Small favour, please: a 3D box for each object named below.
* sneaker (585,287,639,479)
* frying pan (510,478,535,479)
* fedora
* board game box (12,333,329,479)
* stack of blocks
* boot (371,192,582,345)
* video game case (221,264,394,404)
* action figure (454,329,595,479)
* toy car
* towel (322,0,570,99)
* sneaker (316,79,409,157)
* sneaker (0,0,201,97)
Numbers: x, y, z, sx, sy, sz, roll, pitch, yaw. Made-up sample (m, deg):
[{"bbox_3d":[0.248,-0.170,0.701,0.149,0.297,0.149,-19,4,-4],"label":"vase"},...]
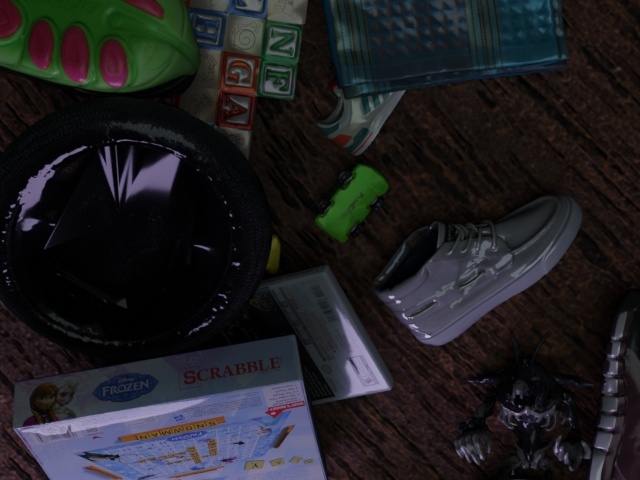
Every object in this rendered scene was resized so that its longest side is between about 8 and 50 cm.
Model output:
[{"bbox_3d":[0.426,0.206,1.425,0.162,0.106,0.281,9,98,18],"label":"sneaker"},{"bbox_3d":[0.193,0.413,1.533,0.326,0.053,0.197,-10,104,2],"label":"frying pan"},{"bbox_3d":[-0.203,-0.031,1.250,0.334,0.152,0.334,2,125,3],"label":"fedora"},{"bbox_3d":[-0.161,0.243,1.375,0.318,0.066,0.318,-9,143,0],"label":"board game box"},{"bbox_3d":[-0.111,-0.201,1.330,0.171,0.087,0.297,8,106,-3],"label":"stack of blocks"},{"bbox_3d":[0.185,0.013,1.387,0.258,0.095,0.123,-42,123,10],"label":"boot"},{"bbox_3d":[-0.026,0.123,1.407,0.173,0.022,0.190,-15,121,26],"label":"video game case"},{"bbox_3d":[0.256,0.253,1.426,0.164,0.141,0.276,-2,91,17],"label":"action figure"},{"bbox_3d":[0.000,0.000,1.410,0.239,0.053,0.225,36,101,-12],"label":"toy car"},{"bbox_3d":[0.125,-0.357,1.291,0.271,0.040,0.370,-9,98,-4],"label":"towel"},{"bbox_3d":[0.055,-0.180,1.359,0.075,0.057,0.161,28,106,-15],"label":"sneaker"},{"bbox_3d":[-0.342,-0.250,1.234,0.482,0.202,0.185,26,87,17],"label":"sneaker"}]
